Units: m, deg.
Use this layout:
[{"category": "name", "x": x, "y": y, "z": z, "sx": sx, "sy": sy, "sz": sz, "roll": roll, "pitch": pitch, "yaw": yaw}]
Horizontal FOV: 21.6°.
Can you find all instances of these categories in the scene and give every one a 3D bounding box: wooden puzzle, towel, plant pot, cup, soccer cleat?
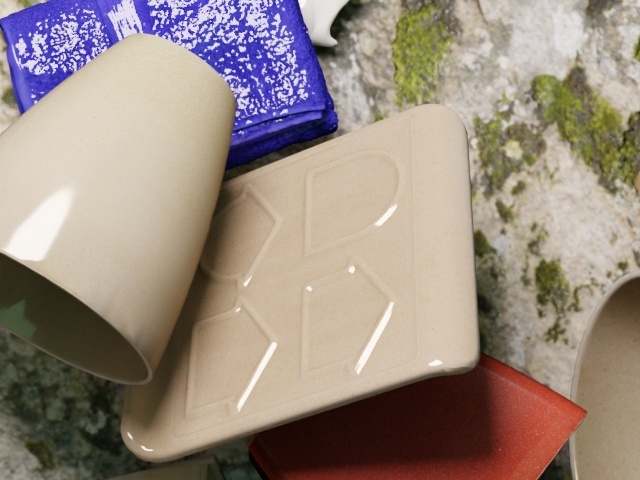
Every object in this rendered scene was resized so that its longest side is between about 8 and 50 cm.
[{"category": "wooden puzzle", "x": -0.012, "y": 0.048, "z": 1.605, "sx": 0.347, "sy": 0.080, "sz": 0.322, "roll": -17, "pitch": 47, "yaw": 20}, {"category": "towel", "x": -0.154, "y": -0.167, "z": 1.699, "sx": 0.308, "sy": 0.076, "sz": 0.228, "roll": -19, "pitch": 91, "yaw": -3}, {"category": "plant pot", "x": -0.197, "y": -0.047, "z": 1.558, "sx": 0.256, "sy": 0.256, "sz": 0.274, "roll": 34, "pitch": 69, "yaw": -8}, {"category": "cup", "x": 0.429, "y": 0.197, "z": 1.704, "sx": 0.236, "sy": 0.331, "sz": 0.331, "roll": 1, "pitch": 86, "yaw": -17}, {"category": "soccer cleat", "x": 0.014, "y": -0.300, "z": 1.776, "sx": 0.076, "sy": 0.068, "sz": 0.196, "roll": 20, "pitch": 90, "yaw": -15}, {"category": "plant pot", "x": 0.073, "y": 0.212, "z": 1.667, "sx": 0.235, "sy": 0.267, "sz": 0.267, "roll": 39, "pitch": 80, "yaw": 6}]

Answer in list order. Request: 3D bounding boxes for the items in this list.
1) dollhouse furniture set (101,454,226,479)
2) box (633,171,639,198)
[{"category": "dollhouse furniture set", "x": -0.172, "y": 0.416, "z": 1.691, "sx": 0.286, "sy": 0.198, "sz": 0.303, "roll": -14, "pitch": 122, "yaw": 8}, {"category": "box", "x": 0.426, "y": 0.001, "z": 1.781, "sx": 0.164, "sy": 0.201, "sz": 0.021, "roll": 21, "pitch": 112, "yaw": -11}]
